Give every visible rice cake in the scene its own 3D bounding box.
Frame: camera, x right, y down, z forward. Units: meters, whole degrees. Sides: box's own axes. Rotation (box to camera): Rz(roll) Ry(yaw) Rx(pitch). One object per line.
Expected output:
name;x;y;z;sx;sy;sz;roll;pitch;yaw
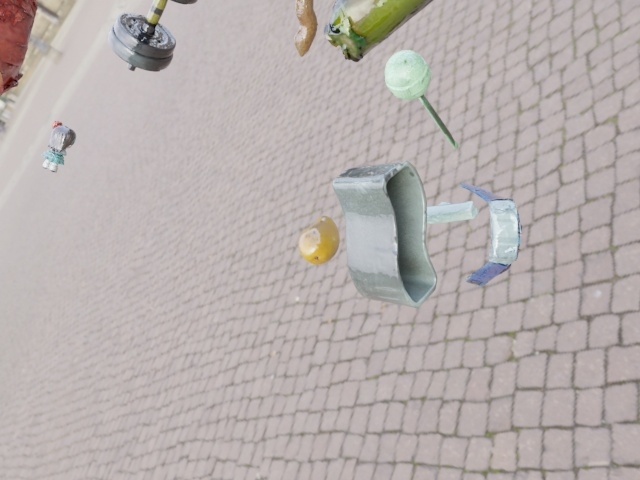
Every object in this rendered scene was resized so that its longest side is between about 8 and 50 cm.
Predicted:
rice cake;0.210;-0.051;1.262;0.180;0.030;0.042;-4;35;35

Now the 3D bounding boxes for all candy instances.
candy;0.297;-0.360;1.817;0.119;0.440;0.119;-14;61;25

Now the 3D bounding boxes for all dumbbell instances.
dumbbell;-0.436;-0.619;1.780;0.388;0.185;0.185;-52;27;32

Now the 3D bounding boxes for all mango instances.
mango;0.000;0.000;1.719;0.085;0.102;0.184;-44;9;28

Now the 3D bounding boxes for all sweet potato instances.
sweet potato;-0.038;-0.600;1.795;0.051;0.065;0.218;51;149;42

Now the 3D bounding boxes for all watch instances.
watch;0.402;-0.049;1.594;0.274;0.068;0.276;97;172;-76

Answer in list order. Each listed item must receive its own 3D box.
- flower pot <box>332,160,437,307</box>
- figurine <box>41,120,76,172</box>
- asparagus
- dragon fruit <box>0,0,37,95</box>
flower pot;0.105;-0.010;1.055;0.108;0.229;0.103;5;23;44
figurine;-0.573;-0.203;1.444;0.106;0.060;0.047;-64;-12;7
asparagus;0.166;-0.434;1.045;0.382;0.108;0.128;-32;21;32
dragon fruit;-0.568;-0.332;0.952;0.295;0.301;0.296;-34;48;47
